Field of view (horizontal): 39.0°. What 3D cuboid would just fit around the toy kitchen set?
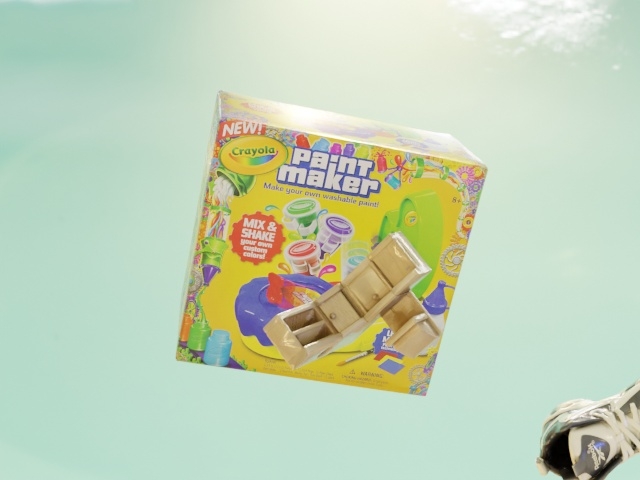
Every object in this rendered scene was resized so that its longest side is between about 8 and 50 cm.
[{"bbox_3d":[0.028,0.050,0.566,0.068,0.083,0.075,52,31,15],"label":"toy kitchen set"}]

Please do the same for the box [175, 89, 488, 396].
[{"bbox_3d":[0.000,0.000,1.042,0.290,0.279,0.177,9,17,-9],"label":"box"}]

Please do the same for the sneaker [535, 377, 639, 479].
[{"bbox_3d":[0.359,0.233,1.080,0.235,0.094,0.153,-18,8,36],"label":"sneaker"}]
